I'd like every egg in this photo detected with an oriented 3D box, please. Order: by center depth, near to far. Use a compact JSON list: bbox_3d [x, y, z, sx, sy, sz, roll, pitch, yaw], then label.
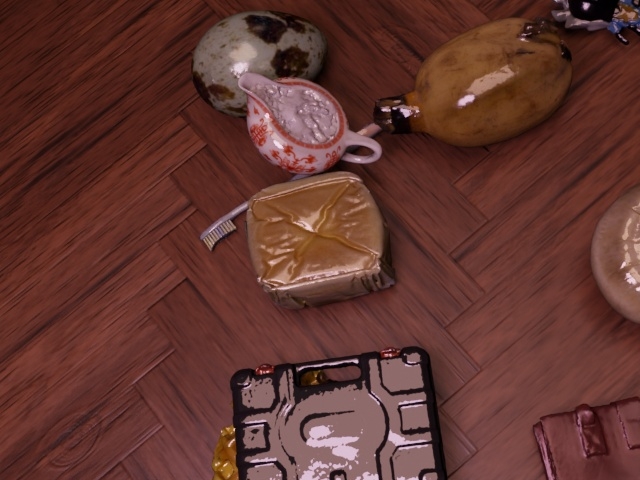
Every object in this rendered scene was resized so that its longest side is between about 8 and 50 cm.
[{"bbox_3d":[-0.097,-0.290,1.472,0.231,0.169,0.169,-20,69,-14],"label":"egg"}]

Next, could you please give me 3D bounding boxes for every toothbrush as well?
[{"bbox_3d":[-0.035,-0.101,1.469,0.375,0.028,0.037,-34,75,-4],"label":"toothbrush"}]

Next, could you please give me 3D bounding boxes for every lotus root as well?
[{"bbox_3d":[0.232,-0.231,1.401,0.310,0.183,0.182,-21,69,3],"label":"lotus root"}]

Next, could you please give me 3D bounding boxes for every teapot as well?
[{"bbox_3d":[-0.022,-0.170,1.382,0.246,0.116,0.159,15,48,-15],"label":"teapot"}]

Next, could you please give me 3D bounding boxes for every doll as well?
[{"bbox_3d":[0.452,-0.378,1.471,0.195,0.070,0.096,20,92,10],"label":"doll"}]

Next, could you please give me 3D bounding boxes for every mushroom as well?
[{"bbox_3d":[0.513,0.016,1.236,0.260,0.234,0.254,-29,73,-3],"label":"mushroom"}]

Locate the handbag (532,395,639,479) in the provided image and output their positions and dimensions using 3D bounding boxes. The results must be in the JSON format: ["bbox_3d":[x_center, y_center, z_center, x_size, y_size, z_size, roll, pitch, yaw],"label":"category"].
[{"bbox_3d":[0.443,0.344,1.213,0.260,0.084,0.275,-14,69,4],"label":"handbag"}]

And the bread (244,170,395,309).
[{"bbox_3d":[-0.002,0.001,1.383,0.210,0.110,0.192,-15,67,0],"label":"bread"}]

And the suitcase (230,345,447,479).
[{"bbox_3d":[0.022,0.262,1.250,0.286,0.066,0.206,-9,71,8],"label":"suitcase"}]

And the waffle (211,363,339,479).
[{"bbox_3d":[-0.009,0.336,1.297,0.312,0.060,0.307,12,75,12],"label":"waffle"}]
